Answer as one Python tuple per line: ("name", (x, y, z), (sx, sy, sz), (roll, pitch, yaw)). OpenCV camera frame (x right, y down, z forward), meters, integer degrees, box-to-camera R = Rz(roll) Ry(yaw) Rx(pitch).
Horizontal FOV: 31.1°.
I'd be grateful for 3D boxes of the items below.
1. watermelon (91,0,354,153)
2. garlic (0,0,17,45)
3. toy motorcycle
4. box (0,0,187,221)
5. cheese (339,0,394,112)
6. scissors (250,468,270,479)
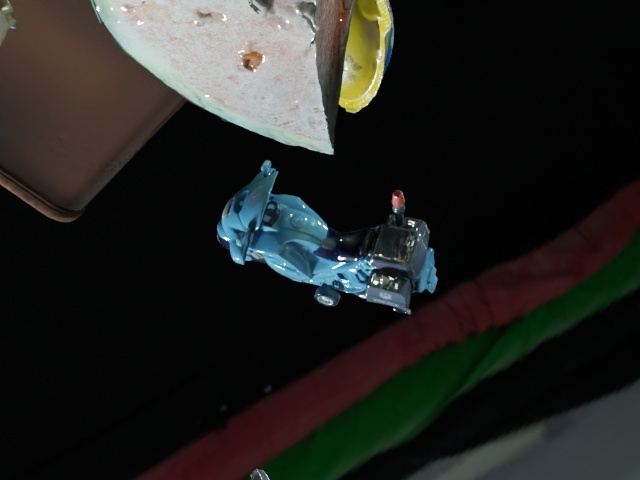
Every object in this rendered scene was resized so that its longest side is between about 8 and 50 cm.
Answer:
("watermelon", (-0.045, -0.187, 0.817), (0.224, 0.180, 0.305), (-32, -26, -9))
("garlic", (-0.360, -0.181, 0.762), (0.185, 0.281, 0.203), (-43, -17, 7))
("toy motorcycle", (0.000, 0.000, 1.318), (0.182, 0.272, 0.123), (77, -152, -62))
("box", (-0.288, -0.228, 1.093), (0.229, 0.239, 0.339), (-39, -55, 20))
("cheese", (0.004, -0.213, 1.195), (0.069, 0.177, 0.270), (-17, -3, -26))
("scissors", (-0.012, 0.392, 1.255), (0.160, 0.317, 0.024), (-9, -30, -34))
